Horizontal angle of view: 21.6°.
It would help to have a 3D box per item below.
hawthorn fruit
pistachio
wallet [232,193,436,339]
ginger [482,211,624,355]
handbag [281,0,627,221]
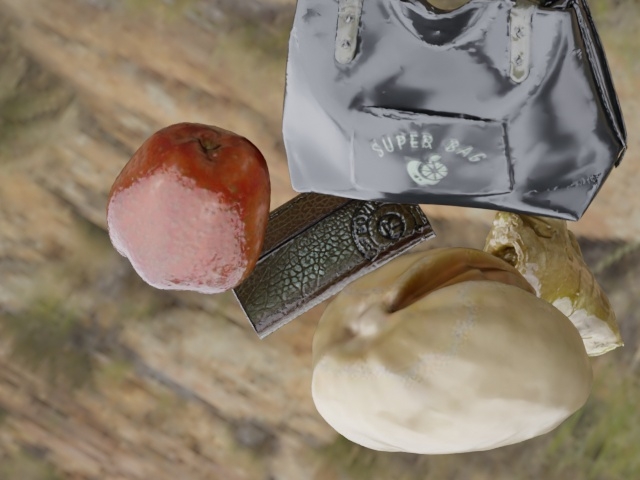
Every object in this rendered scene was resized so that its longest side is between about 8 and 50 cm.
[{"bbox_3d":[-0.104,-0.032,1.356,0.133,0.138,0.133,20,-149,-13],"label":"hawthorn fruit"},{"bbox_3d":[0.135,0.125,1.768,0.309,0.230,0.230,4,-177,-32],"label":"pistachio"},{"bbox_3d":[0.000,0.000,1.975,0.133,0.243,0.039,60,-178,20],"label":"wallet"},{"bbox_3d":[0.258,0.004,2.050,0.122,0.363,0.348,0,-179,33],"label":"ginger"},{"bbox_3d":[0.117,-0.145,1.572,0.342,0.152,0.288,5,147,12],"label":"handbag"}]
